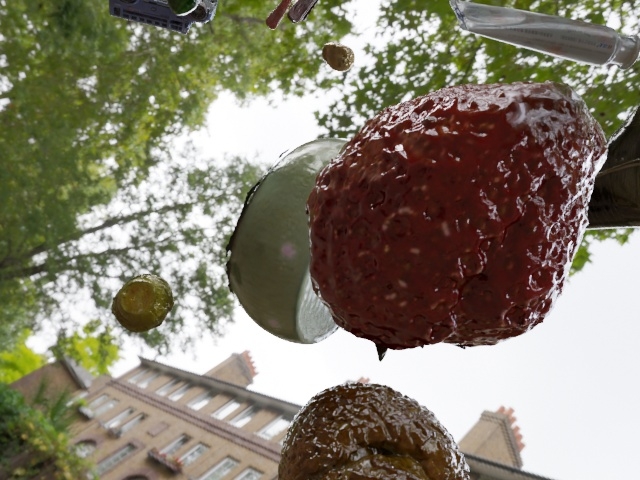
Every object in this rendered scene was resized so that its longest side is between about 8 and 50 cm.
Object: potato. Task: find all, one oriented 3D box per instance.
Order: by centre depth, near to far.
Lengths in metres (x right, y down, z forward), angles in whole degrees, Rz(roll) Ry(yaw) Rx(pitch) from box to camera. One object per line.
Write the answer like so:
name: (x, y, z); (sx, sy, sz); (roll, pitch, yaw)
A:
potato: (0.043, -0.455, 1.426); (0.083, 0.068, 0.062); (31, -25, 29)

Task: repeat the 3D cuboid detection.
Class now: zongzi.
zongzi: (0.471, -0.133, 0.995); (0.248, 0.111, 0.241); (-6, -108, 51)

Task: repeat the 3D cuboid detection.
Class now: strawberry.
strawberry: (0.127, -0.030, 0.525); (0.257, 0.257, 0.277); (53, -47, 9)

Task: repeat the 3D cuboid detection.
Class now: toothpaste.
toothpaste: (0.370, -0.341, 0.952); (0.066, 0.323, 0.100); (110, -17, -47)

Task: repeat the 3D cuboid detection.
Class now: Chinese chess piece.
Chinese chess piece: (0.000, 0.000, 0.962); (0.146, 0.349, 0.349); (28, -46, 24)

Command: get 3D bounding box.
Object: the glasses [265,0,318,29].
glasses: (0.015, -0.413, 0.771); (0.234, 0.118, 0.268); (-135, -125, -65)

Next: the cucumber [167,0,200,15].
cucumber: (-0.108, -0.363, 0.581); (0.056, 0.056, 0.284); (14, -90, 44)

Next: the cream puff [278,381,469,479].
cream puff: (0.086, 0.328, 0.762); (0.212, 0.303, 0.303); (-28, -88, 28)

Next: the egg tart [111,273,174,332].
egg tart: (-0.295, 0.099, 0.951); (0.105, 0.105, 0.039); (47, -13, 16)

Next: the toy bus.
toy bus: (-0.256, -0.391, 0.943); (0.076, 0.167, 0.073); (121, -26, -52)
